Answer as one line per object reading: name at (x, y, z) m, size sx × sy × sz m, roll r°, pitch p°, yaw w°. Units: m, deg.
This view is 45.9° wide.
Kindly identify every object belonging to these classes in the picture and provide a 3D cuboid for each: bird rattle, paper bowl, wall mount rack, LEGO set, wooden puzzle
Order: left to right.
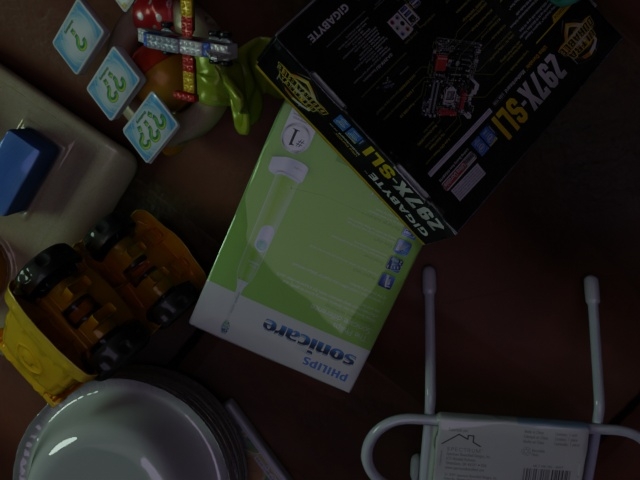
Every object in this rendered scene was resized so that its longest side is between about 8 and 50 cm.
wooden puzzle at (-0.448, -0.061, 0.916) m, size 0.347 × 0.080 × 0.322 m, roll 33°, pitch 102°, yaw -5°
paper bowl at (-0.241, 0.305, 0.934) m, size 0.284 × 0.148 × 0.285 m, roll 0°, pitch 91°, yaw 9°
LEGO set at (-0.187, -0.210, 0.784) m, size 0.244 × 0.060 × 0.182 m, roll -38°, pitch 88°, yaw 38°
bird rattle at (-0.167, -0.211, 0.851) m, size 0.253 × 0.143 × 0.207 m, roll 47°, pitch 117°, yaw -5°
wall mount rack at (0.227, 0.199, 0.931) m, size 0.349 × 0.130 × 0.304 m, roll 3°, pitch 107°, yaw 2°

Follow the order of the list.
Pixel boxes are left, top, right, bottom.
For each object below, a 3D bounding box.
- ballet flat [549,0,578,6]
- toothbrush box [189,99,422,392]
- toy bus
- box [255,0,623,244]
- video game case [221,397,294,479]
ballet flat at (0.314, -0.316, 0.798) m, size 0.247 × 0.083 × 0.087 m, roll -35°, pitch 122°, yaw -22°
toothbrush box at (0.000, 0.000, 0.890) m, size 0.206 × 0.122 × 0.283 m, roll 23°, pitch 102°, yaw -3°
toy bus at (-0.273, 0.094, 0.909) m, size 0.149 × 0.220 × 0.211 m, roll 46°, pitch 132°, yaw 2°
box at (0.132, -0.198, 0.785) m, size 0.257 × 0.079 × 0.322 m, roll 46°, pitch 70°, yaw -10°
video game case at (-0.140, 0.355, 1.028) m, size 0.206 × 0.026 × 0.227 m, roll -33°, pitch 100°, yaw 10°
